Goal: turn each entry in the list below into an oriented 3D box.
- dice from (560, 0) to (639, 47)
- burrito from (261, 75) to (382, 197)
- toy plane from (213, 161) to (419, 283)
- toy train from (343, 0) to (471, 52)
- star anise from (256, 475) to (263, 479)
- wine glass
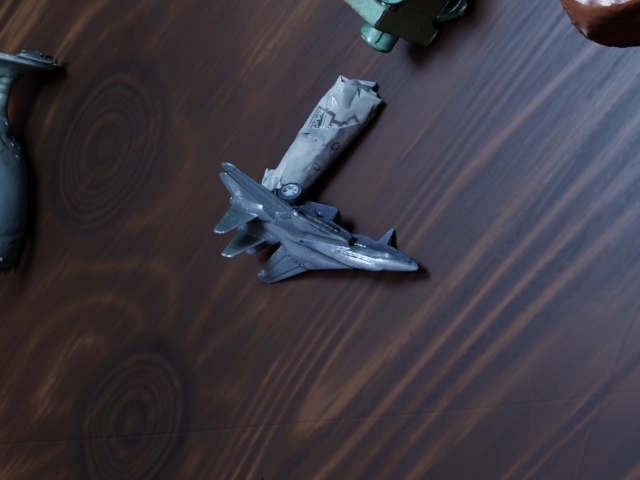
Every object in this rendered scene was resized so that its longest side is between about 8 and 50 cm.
[{"bbox_3d":[0.339,-0.298,1.553,0.175,0.179,0.174,-18,73,33],"label":"dice"},{"bbox_3d":[-0.004,-0.120,1.900,0.203,0.064,0.064,-50,57,24],"label":"burrito"},{"bbox_3d":[0.005,-0.008,1.863,0.267,0.212,0.088,9,49,24],"label":"toy plane"},{"bbox_3d":[0.134,-0.372,1.766,0.326,0.129,0.159,-55,53,20],"label":"toy train"},{"bbox_3d":[-0.092,0.425,1.895,0.288,0.088,0.288,-11,77,51],"label":"star anise"},{"bbox_3d":[-0.504,-0.119,2.247,0.190,0.190,0.357,17,93,40],"label":"wine glass"}]
